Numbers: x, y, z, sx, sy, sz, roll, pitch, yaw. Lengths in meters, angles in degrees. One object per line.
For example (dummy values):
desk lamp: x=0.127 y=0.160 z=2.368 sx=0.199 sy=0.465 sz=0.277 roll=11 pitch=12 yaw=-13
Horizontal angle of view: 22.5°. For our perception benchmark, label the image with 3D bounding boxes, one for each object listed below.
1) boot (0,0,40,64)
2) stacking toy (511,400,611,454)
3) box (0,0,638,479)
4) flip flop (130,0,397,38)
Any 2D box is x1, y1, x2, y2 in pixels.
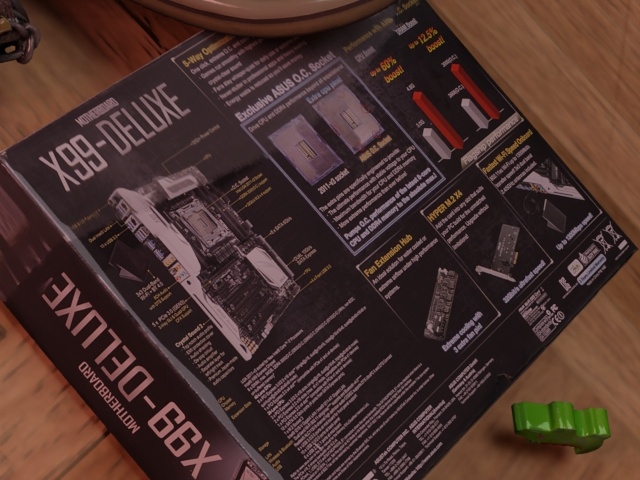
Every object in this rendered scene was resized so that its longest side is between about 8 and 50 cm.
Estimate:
boot: x=-0.222 y=-0.070 z=0.717 sx=0.229 sy=0.091 sz=0.263 roll=-23 pitch=75 yaw=-40
stacking toy: x=0.199 y=0.187 z=0.879 sx=0.221 sy=0.052 sz=0.167 roll=14 pitch=54 yaw=-25
box: x=0.000 y=0.000 z=0.835 sx=0.242 sy=0.076 sz=0.307 roll=49 pitch=47 yaw=1
flip flop: x=-0.078 y=-0.179 z=0.830 sx=0.277 sy=0.080 sz=0.112 roll=18 pitch=38 yaw=5
